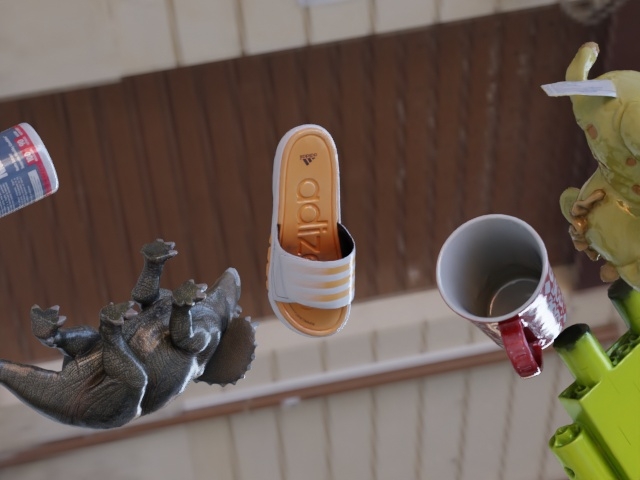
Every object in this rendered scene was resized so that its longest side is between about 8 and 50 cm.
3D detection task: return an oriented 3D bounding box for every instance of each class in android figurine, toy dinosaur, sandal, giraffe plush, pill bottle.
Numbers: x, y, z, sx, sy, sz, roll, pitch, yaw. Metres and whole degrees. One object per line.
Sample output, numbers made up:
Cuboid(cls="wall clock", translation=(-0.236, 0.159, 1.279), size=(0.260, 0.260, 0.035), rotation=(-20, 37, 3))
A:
Cuboid(cls="android figurine", translation=(0.352, 0.176, 1.578), size=(0.273, 0.248, 0.056), rotation=(54, -19, -17))
Cuboid(cls="toy dinosaur", translation=(-0.165, 0.104, 1.328), size=(0.121, 0.314, 0.160), rotation=(32, -38, 39))
Cuboid(cls="sandal", translation=(-0.010, 0.001, 1.762), size=(0.076, 0.102, 0.265), rotation=(-130, -147, -64))
Cuboid(cls="giraffe plush", translation=(0.270, -0.048, 1.231), size=(0.181, 0.210, 0.170), rotation=(-84, 179, -54))
Cuboid(cls="pill bottle", translation=(-0.464, -0.079, 2.096), size=(0.108, 0.180, 0.108), rotation=(51, -22, 30))

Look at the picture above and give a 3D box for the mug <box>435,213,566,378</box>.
Cuboid(cls="mug", translation=(0.190, 0.070, 1.575), size=(0.169, 0.113, 0.150), rotation=(45, 56, -64))
